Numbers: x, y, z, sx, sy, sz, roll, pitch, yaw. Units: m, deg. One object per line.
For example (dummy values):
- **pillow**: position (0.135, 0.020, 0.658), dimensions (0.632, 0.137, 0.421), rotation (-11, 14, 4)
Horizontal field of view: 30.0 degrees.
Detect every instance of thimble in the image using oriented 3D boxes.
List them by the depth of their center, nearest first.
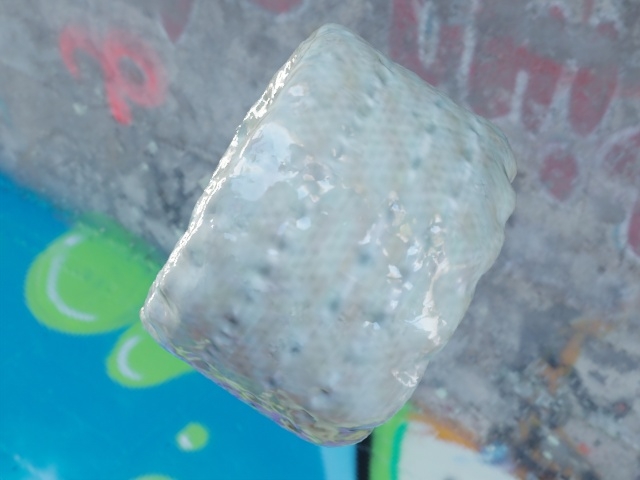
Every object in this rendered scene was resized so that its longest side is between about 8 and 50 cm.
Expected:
- **thimble**: position (0.000, 0.000, 0.896), dimensions (0.195, 0.291, 0.291), rotation (34, 142, -7)
